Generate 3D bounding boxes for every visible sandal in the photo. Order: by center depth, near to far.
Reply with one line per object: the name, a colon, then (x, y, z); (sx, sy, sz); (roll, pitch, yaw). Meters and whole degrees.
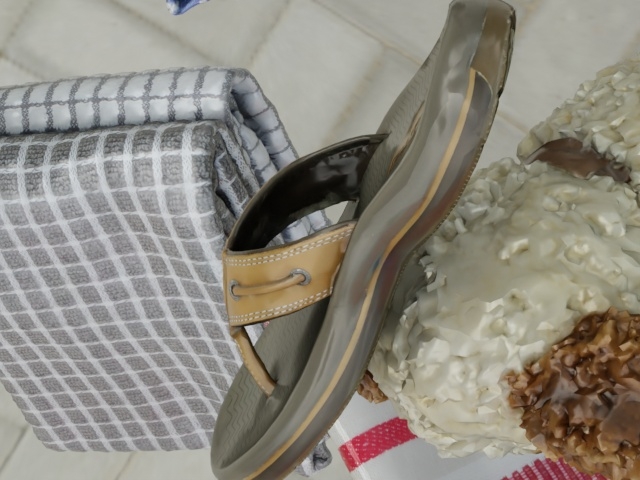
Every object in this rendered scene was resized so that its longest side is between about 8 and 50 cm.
sandal: (0.000, 0.000, 0.602); (0.060, 0.090, 0.219); (21, 131, -9)

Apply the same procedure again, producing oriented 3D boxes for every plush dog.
plush dog: (0.120, 0.006, 0.675); (0.225, 0.262, 0.210); (-31, 108, -23)

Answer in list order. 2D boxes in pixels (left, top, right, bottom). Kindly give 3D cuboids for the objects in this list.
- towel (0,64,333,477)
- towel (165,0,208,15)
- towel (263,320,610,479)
towel: (-0.115, 0.030, 1.079); (0.235, 0.121, 0.284); (-5, 132, 23)
towel: (0.092, -0.202, 0.854); (0.336, 0.243, 0.040); (-16, 107, 13)
towel: (0.139, 0.129, 0.833); (0.237, 0.037, 0.329); (-19, 71, -38)
